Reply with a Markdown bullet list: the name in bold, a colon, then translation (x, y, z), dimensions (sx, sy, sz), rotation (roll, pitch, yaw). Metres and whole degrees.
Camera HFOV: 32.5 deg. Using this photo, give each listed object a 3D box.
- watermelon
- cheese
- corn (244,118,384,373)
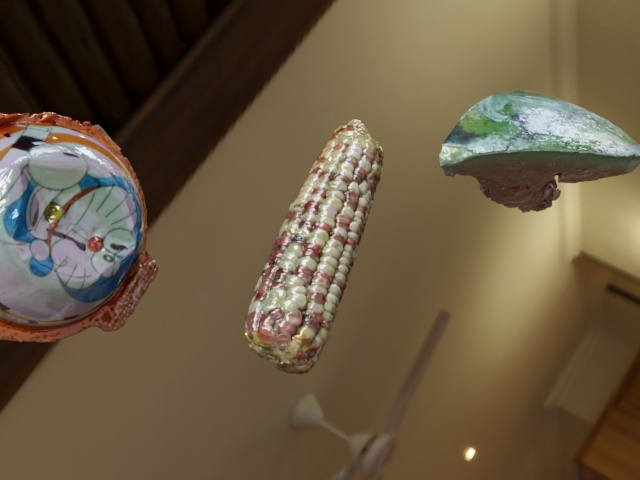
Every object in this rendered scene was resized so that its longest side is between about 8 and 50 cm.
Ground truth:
- **watermelon**: translation (0.140, -0.055, 0.691), dimensions (0.155, 0.101, 0.080), rotation (15, -82, -44)
- **cheese**: translation (-0.281, -0.039, 0.964), dimensions (0.329, 0.129, 0.217), rotation (44, -112, -27)
- **corn**: translation (0.000, 0.000, 0.948), dimensions (0.079, 0.079, 0.237), rotation (63, -136, -59)
